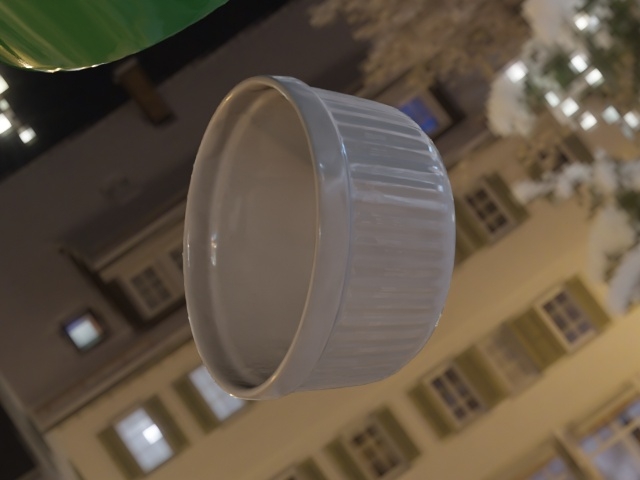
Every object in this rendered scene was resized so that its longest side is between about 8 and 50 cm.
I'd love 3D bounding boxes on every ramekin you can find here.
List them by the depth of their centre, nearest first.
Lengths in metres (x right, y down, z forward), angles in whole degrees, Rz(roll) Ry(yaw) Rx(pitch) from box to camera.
[{"bbox_3d":[0.000,0.000,1.124,0.109,0.207,0.207,3,-32,-26],"label":"ramekin"}]

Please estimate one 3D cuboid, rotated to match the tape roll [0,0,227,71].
[{"bbox_3d":[-0.081,-0.229,0.780,0.321,0.321,0.077,-40,-49,15],"label":"tape roll"}]
